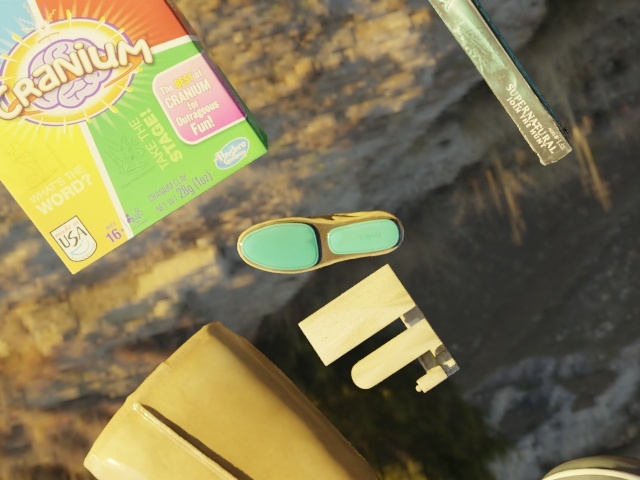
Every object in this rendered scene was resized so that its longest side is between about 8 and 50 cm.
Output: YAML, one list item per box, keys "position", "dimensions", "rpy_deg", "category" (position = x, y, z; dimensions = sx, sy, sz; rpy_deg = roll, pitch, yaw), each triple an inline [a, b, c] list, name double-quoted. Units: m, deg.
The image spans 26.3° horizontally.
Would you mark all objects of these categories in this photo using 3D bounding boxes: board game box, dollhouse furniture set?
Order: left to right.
- position: [-0.237, -0.159, 1.348]
  dimensions: [0.242, 0.316, 0.064]
  rpy_deg: [-33, -161, 7]
  category: "board game box"
- position: [0.073, 0.126, 1.615]
  dimensions: [0.123, 0.144, 0.151]
  rpy_deg: [-34, 172, 2]
  category: "dollhouse furniture set"
- position: [0.123, -0.146, 1.015]
  dimensions: [0.026, 0.186, 0.126]
  rpy_deg: [-35, -172, 13]
  category: "board game box"

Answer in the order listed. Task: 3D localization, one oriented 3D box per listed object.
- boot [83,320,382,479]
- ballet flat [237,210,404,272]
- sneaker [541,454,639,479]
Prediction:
- position: [-0.043, 0.214, 0.850]
  dimensions: [0.236, 0.269, 0.089]
  rpy_deg: [-43, 163, -28]
  category: "boot"
- position: [0.000, 0.000, 1.915]
  dimensions: [0.232, 0.080, 0.073]
  rpy_deg: [-4, -169, -3]
  category: "ballet flat"
- position: [0.227, 0.175, 0.799]
  dimensions: [0.126, 0.127, 0.321]
  rpy_deg: [-16, 139, 38]
  category: "sneaker"
